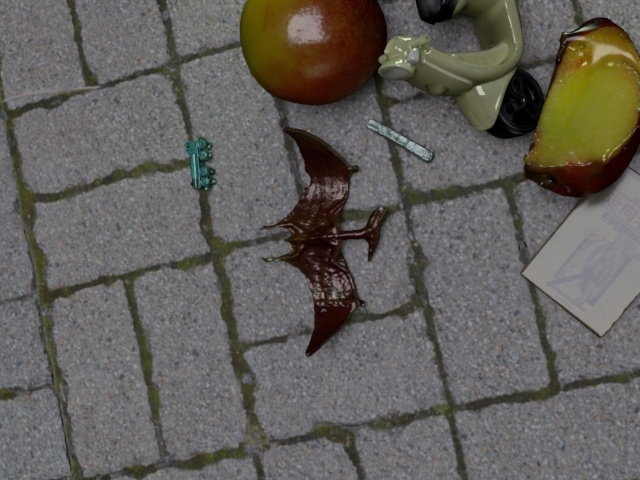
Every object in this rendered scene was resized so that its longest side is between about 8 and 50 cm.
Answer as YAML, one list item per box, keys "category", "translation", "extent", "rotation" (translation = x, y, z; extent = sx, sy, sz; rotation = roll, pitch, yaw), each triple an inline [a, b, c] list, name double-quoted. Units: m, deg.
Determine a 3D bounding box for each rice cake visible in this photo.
- category: "rice cake"
  translation: [0.129, -0.160, 1.570]
  extent: [0.121, 0.022, 0.021]
  rotation: [31, 96, 13]

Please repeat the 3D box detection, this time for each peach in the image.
- category: "peach"
  translation: [-0.009, -0.326, 1.520]
  extent: [0.231, 0.231, 0.230]
  rotation: [-1, 88, 15]
- category: "peach"
  translation: [0.397, -0.186, 1.436]
  extent: [0.159, 0.154, 0.267]
  rotation: [15, 72, 9]

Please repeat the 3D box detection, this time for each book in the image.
- category: "book"
  translation: [0.438, 0.013, 1.482]
  extent: [0.161, 0.026, 0.231]
  rotation: [40, 97, 13]

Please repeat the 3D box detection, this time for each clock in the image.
- category: "clock"
  translation: [0.201, -0.341, 1.459]
  extent: [0.277, 0.120, 0.378]
  rotation: [-2, 84, -28]

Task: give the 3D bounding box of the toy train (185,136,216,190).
- category: "toy train"
  translation: [-0.204, -0.129, 1.653]
  extent: [0.045, 0.029, 0.092]
  rotation: [-6, 88, 22]

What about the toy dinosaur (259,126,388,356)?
- category: "toy dinosaur"
  translation: [-0.008, 0.006, 1.555]
  extent: [0.207, 0.113, 0.327]
  rotation: [22, 95, 14]
